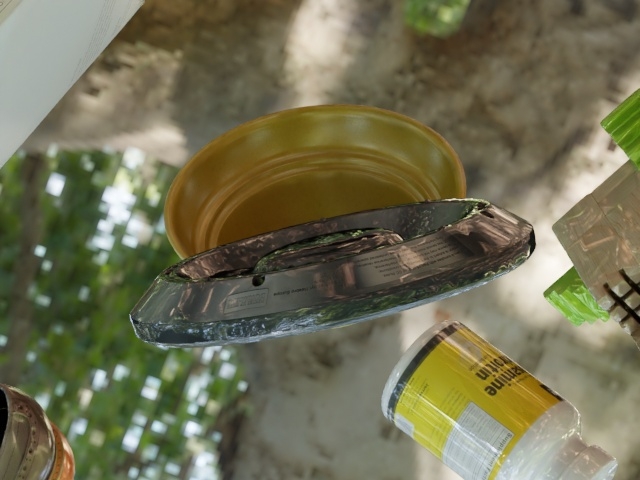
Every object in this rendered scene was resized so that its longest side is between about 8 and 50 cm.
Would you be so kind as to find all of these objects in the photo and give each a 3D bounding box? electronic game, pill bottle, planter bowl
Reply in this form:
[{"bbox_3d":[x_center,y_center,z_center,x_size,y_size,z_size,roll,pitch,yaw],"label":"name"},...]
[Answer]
[{"bbox_3d":[0.007,0.020,1.019,0.229,0.048,0.229,-12,-173,2],"label":"electronic game"},{"bbox_3d":[0.147,0.154,1.494,0.184,0.103,0.103,37,-165,23],"label":"pill bottle"},{"bbox_3d":[0.000,0.000,1.329,0.217,0.090,0.217,-5,-140,4],"label":"planter bowl"}]

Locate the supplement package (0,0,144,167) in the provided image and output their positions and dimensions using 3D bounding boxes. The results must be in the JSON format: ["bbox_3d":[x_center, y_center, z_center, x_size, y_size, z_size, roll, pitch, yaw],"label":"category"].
[{"bbox_3d":[-0.175,-0.139,0.849,0.149,0.203,0.194,35,149,1],"label":"supplement package"}]

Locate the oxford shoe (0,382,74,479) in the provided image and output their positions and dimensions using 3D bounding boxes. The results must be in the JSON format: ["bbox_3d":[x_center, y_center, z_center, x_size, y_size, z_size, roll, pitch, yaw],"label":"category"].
[{"bbox_3d":[-0.248,0.180,0.970,0.097,0.271,0.098,33,161,21],"label":"oxford shoe"}]

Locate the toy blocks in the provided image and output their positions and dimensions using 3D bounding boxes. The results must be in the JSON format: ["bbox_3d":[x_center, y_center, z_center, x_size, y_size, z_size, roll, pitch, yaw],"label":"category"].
[{"bbox_3d":[0.361,-0.019,1.515,0.191,0.381,0.261,42,-167,-26],"label":"toy blocks"}]
